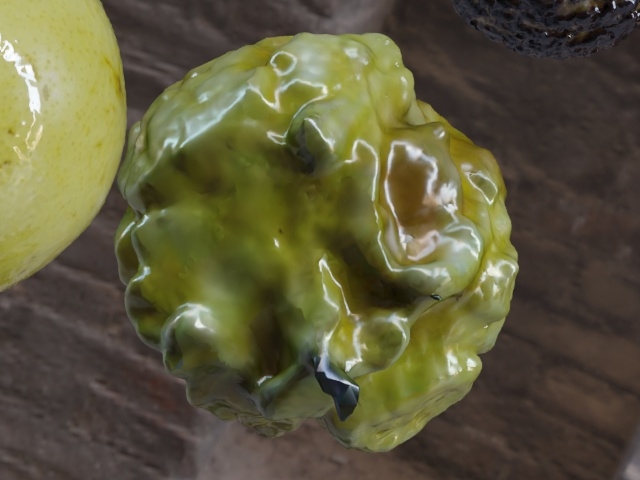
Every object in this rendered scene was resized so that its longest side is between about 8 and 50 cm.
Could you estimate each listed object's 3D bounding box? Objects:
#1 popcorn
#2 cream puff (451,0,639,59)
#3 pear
[{"bbox_3d":[-0.005,0.004,0.884,0.249,0.249,0.225,19,20,1],"label":"popcorn"},{"bbox_3d":[0.195,-0.263,1.352,0.239,0.239,0.165,26,63,15],"label":"cream puff"},{"bbox_3d":[-0.331,-0.116,1.266,0.348,0.348,0.348,15,26,-8],"label":"pear"}]
